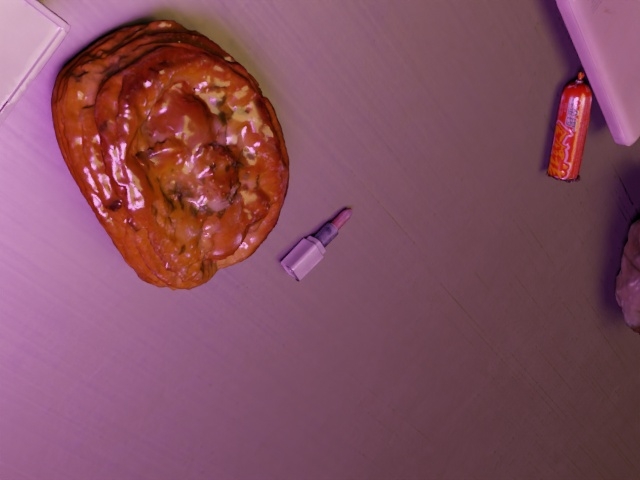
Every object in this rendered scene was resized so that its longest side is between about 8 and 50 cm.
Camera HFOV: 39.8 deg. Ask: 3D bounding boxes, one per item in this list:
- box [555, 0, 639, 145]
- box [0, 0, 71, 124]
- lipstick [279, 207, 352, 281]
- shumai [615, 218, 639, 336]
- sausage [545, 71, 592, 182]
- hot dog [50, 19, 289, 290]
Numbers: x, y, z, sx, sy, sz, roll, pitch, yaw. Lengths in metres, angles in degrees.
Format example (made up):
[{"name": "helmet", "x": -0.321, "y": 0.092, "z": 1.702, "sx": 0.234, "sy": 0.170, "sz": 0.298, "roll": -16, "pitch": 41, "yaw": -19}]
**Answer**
[{"name": "box", "x": 0.390, "y": -0.262, "z": 1.149, "sx": 0.142, "sy": 0.044, "sz": 0.285, "roll": -53, "pitch": 132, "yaw": -17}, {"name": "box", "x": -0.323, "y": -0.123, "z": 0.688, "sx": 0.129, "sy": 0.086, "sz": 0.225, "roll": 37, "pitch": 90, "yaw": -41}, {"name": "lipstick", "x": 0.000, "y": 0.000, "z": 1.033, "sx": 0.107, "sy": 0.025, "sz": 0.025, "roll": -46, "pitch": 132, "yaw": -16}, {"name": "shumai", "x": 0.573, "y": 0.069, "z": 1.335, "sx": 0.263, "sy": 0.309, "sz": 0.304, "roll": -58, "pitch": 166, "yaw": 23}, {"name": "sausage", "x": 0.336, "y": -0.152, "z": 1.180, "sx": 0.048, "sy": 0.050, "sz": 0.145, "roll": 2, "pitch": 115, "yaw": -5}, {"name": "hot dog", "x": -0.131, "y": -0.064, "z": 0.838, "sx": 0.196, "sy": 0.122, "sz": 0.272, "roll": -39, "pitch": 129, "yaw": -22}]
